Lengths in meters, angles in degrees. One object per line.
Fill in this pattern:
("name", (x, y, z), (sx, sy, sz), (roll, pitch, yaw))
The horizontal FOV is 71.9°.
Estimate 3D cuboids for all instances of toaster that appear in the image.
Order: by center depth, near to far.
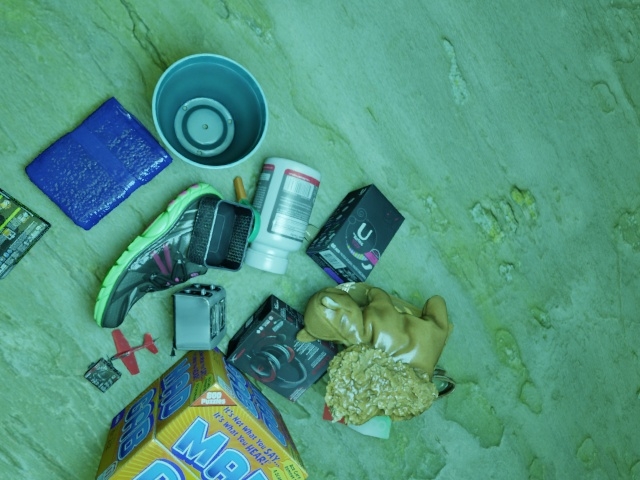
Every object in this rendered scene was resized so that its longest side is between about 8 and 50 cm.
("toaster", (-0.341, 0.220, 1.244), (0.110, 0.168, 0.185), (1, 95, 5))

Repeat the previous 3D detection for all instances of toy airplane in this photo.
("toy airplane", (-0.535, 0.317, 1.270), (0.151, 0.028, 0.151), (-2, 97, -19))

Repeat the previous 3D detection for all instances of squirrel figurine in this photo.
("squirrel figurine", (0.126, 0.289, 1.202), (0.370, 0.397, 0.281), (27, 129, -14))

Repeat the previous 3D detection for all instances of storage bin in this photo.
("storage bin", (-0.263, -0.016, 1.169), (0.122, 0.084, 0.180), (15, 88, -47))

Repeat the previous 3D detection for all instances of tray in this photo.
("tray", (0.222, 0.285, 1.470), (0.411, 0.076, 0.202), (26, 86, -10))

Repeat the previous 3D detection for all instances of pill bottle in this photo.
("pill bottle", (-0.121, -0.069, 1.298), (0.176, 0.176, 0.318), (17, 89, -19))

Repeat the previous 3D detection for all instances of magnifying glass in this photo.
("magnifying glass", (-0.217, -0.093, 1.261), (0.026, 0.231, 0.092), (16, 132, -42))

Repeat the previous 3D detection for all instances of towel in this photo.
("towel", (-0.588, -0.203, 1.187), (0.308, 0.076, 0.227), (-43, 99, -10))

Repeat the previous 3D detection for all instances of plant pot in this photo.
("plant pot", (-0.299, -0.317, 1.173), (0.272, 0.255, 0.271), (-2, 95, -19))

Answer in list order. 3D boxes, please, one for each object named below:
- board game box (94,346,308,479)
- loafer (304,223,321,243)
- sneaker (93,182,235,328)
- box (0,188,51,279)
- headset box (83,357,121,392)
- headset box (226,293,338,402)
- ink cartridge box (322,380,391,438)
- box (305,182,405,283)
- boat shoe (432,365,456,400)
("board game box", (-0.317, 0.552, 1.191), (0.356, 0.356, 0.356), (-42, 106, -10))
("loafer", (0.000, 0.000, 1.412), (0.148, 0.050, 0.056), (40, 82, -18))
("sneaker", (-0.421, 0.060, 1.205), (0.202, 0.185, 0.483), (43, 82, -13))
("box", (-0.838, -0.025, 1.129), (0.184, 0.045, 0.190), (40, 83, -15))
("headset box", (-0.617, 0.377, 1.245), (0.062, 0.032, 0.083), (-45, 106, -11))
("headset box", (-0.102, 0.338, 1.345), (0.293, 0.110, 0.218), (39, 102, -18))
("ink cartridge box", (0.128, 0.538, 1.459), (0.225, 0.056, 0.181), (10, 91, 3))
("box", (0.110, -0.018, 1.363), (0.165, 0.143, 0.270), (44, 63, -18))
("boat shoe", (0.321, 0.515, 1.531), (0.324, 0.120, 0.122), (-11, 98, -18))
